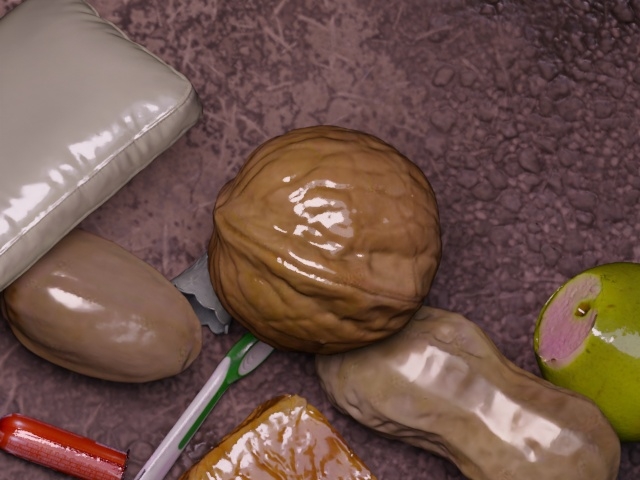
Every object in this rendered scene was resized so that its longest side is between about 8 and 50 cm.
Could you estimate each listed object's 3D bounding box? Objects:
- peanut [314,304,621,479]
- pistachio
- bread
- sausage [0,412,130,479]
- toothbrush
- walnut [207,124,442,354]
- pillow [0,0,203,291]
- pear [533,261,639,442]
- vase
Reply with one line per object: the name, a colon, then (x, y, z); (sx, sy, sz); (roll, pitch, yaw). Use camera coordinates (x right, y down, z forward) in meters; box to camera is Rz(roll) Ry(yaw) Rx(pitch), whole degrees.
peanut: (0.147, 0.161, 1.792); (0.313, 0.149, 0.149); (31, 76, 10)
pistachio: (-0.211, 0.067, 1.749); (0.206, 0.129, 0.131); (22, 94, -11)
bread: (-0.039, 0.242, 1.767); (0.158, 0.149, 0.143); (44, 73, 1)
sausage: (-0.256, 0.201, 1.765); (0.145, 0.048, 0.050); (21, 55, -10)
toothbrush: (-0.073, 0.118, 1.822); (0.040, 0.042, 0.418); (27, 74, 32)
walnut: (0.000, 0.000, 1.710); (0.228, 0.228, 0.228); (2, 82, -13)
pillow: (-0.297, -0.090, 1.717); (0.322, 0.120, 0.255); (-41, 54, -16)
pear: (0.327, 0.117, 1.852); (0.219, 0.187, 0.187); (26, 77, -24)
vase: (-0.083, 0.012, 1.818); (0.081, 0.081, 0.149); (38, 73, -6)
